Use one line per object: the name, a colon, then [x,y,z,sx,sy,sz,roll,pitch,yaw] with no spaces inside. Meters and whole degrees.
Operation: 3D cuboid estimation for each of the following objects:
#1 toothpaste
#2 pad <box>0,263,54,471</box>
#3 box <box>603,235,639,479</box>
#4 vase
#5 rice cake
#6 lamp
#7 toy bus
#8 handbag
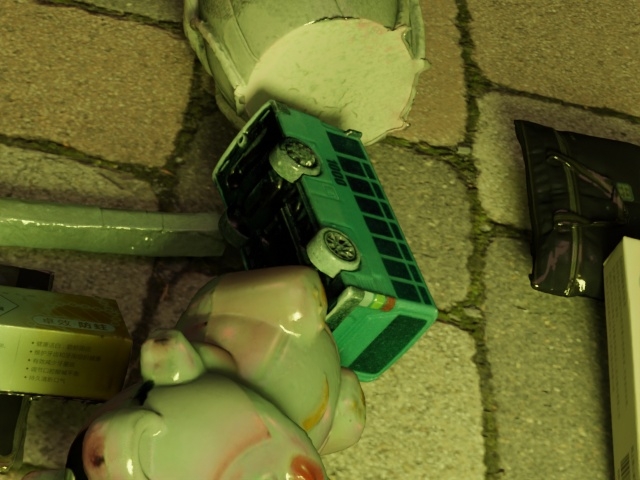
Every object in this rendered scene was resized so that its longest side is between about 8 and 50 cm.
toothpaste: [-0.317,0.075,1.080,0.313,0.071,0.089,8,21,-22]
pad: [-0.328,0.094,1.145,0.174,0.022,0.233,10,43,-9]
box: [0.373,0.167,1.237,0.200,0.065,0.343,12,54,-8]
vase: [-0.044,-0.297,1.506,0.250,0.250,0.445,0,42,-20]
rice cake: [-0.213,-0.011,1.278,0.245,0.042,0.045,5,33,-16]
lamp: [-0.101,0.165,1.038,0.248,0.247,0.301,-6,31,19]
toy bus: [0.000,0.000,1.263,0.147,0.128,0.256,15,39,-37]
handbag: [0.308,-0.020,1.434,0.211,0.088,0.254,15,48,-17]
